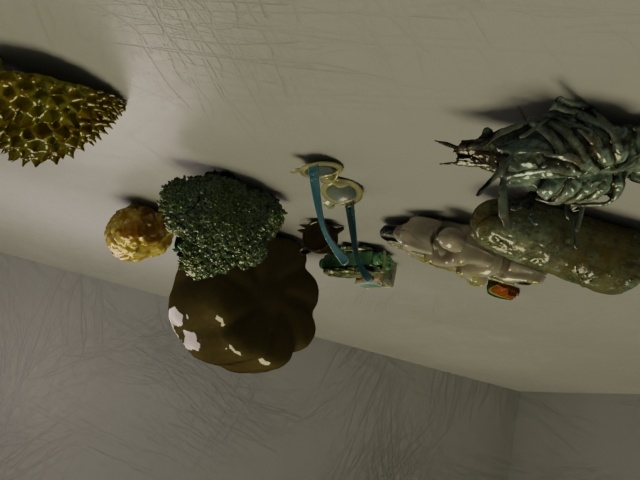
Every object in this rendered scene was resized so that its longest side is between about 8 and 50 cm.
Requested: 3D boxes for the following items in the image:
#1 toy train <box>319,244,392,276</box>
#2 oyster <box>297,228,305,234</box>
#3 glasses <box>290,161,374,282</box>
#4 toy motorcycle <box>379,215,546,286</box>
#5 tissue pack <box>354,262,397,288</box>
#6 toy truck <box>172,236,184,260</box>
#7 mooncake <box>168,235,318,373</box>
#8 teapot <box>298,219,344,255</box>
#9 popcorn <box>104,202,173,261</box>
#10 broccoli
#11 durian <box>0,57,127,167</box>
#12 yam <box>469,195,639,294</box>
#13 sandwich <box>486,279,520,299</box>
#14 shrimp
[{"bbox_3d":[0.092,0.056,1.860,0.194,0.080,0.125,-5,168,41],"label":"toy train"},{"bbox_3d":[-0.017,-0.009,1.763,0.083,0.019,0.054,24,-158,2],"label":"oyster"},{"bbox_3d":[0.053,-0.041,1.349,0.088,0.220,0.190,-33,150,9],"label":"glasses"},{"bbox_3d":[0.289,0.021,1.513,0.341,0.107,0.223,18,171,4],"label":"toy motorcycle"},{"bbox_3d":[0.146,0.089,1.929,0.094,0.074,0.059,-8,152,45],"label":"tissue pack"},{"bbox_3d":[-0.341,0.033,2.097,0.147,0.079,0.065,24,160,-34],"label":"toy truck"},{"bbox_3d":[-0.174,0.147,1.852,0.379,0.378,0.201,23,156,-34],"label":"mooncake"},{"bbox_3d":[0.000,0.000,1.706,0.121,0.076,0.068,-35,154,17],"label":"teapot"},{"bbox_3d":[-0.455,-0.019,1.874,0.180,0.170,0.180,22,-158,-9],"label":"popcorn"},{"bbox_3d":[-0.269,-0.041,1.614,0.362,0.221,0.252,-3,-166,45],"label":"broccoli"},{"bbox_3d":[-0.494,-0.227,1.219,0.307,0.166,0.172,2,133,14],"label":"durian"},{"bbox_3d":[0.423,0.005,1.312,0.331,0.133,0.133,16,164,-11],"label":"yam"},{"bbox_3d":[0.461,0.123,1.887,0.067,0.029,0.135,-4,157,32],"label":"sandwich"},{"bbox_3d":[0.361,-0.097,0.971,0.411,0.166,0.221,-4,128,10],"label":"shrimp"}]
